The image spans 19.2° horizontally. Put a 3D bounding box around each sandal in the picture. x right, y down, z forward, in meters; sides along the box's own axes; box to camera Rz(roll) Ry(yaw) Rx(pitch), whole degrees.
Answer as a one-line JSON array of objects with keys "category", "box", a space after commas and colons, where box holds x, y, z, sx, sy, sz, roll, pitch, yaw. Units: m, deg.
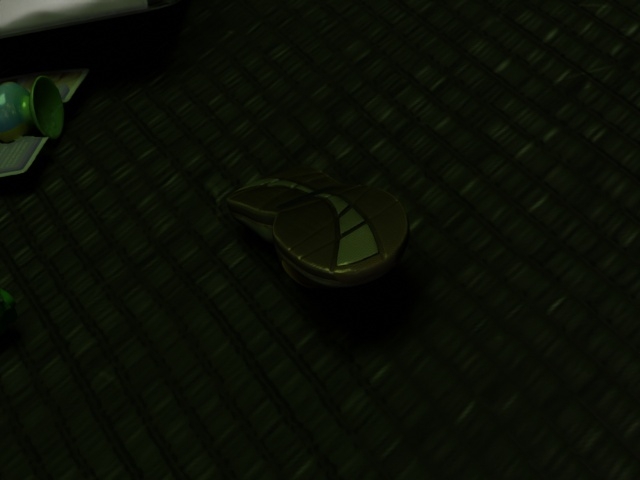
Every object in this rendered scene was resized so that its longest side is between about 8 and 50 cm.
[{"category": "sandal", "box": [0.000, 0.000, 1.033, 0.072, 0.049, 0.180, -20, 18, -17]}]

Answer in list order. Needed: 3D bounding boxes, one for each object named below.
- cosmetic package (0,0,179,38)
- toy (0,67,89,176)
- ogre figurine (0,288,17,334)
[{"category": "cosmetic package", "box": [-0.255, -0.203, 1.324, 0.296, 0.129, 0.153, -9, 10, 9]}, {"category": "toy", "box": [-0.286, -0.082, 1.260, 0.237, 0.056, 0.137, -4, 33, 17]}, {"category": "ogre figurine", "box": [-0.284, 0.040, 1.051, 0.197, 0.097, 0.118, -34, 53, -1]}]
